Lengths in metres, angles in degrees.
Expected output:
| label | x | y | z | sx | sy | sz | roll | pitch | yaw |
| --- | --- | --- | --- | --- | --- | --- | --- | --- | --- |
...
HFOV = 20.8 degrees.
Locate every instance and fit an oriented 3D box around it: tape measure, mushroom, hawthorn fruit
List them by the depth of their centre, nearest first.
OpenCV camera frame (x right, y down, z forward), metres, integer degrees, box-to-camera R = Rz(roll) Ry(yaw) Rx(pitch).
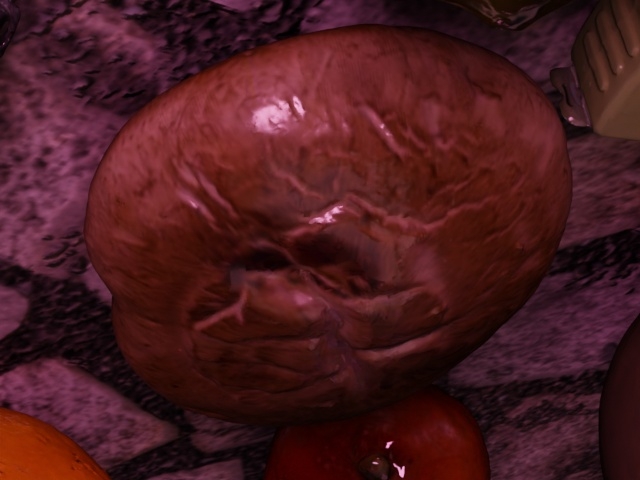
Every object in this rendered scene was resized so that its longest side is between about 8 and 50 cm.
| label | x | y | z | sx | sy | sz | roll | pitch | yaw |
| --- | --- | --- | --- | --- | --- | --- | --- | --- | --- |
| tape measure | 0.224 | -0.126 | 0.888 | 0.154 | 0.087 | 0.177 | 7 | 142 | -18 |
| mushroom | 0.000 | 0.000 | 0.915 | 0.278 | 0.146 | 0.278 | -10 | 144 | -8 |
| hawthorn fruit | 0.045 | 0.166 | 1.199 | 0.169 | 0.169 | 0.188 | -13 | 166 | -11 |

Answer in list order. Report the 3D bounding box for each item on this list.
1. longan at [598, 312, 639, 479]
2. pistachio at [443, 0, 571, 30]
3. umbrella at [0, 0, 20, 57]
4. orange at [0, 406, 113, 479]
| label | x | y | z | sx | sy | sz | roll | pitch | yaw |
| --- | --- | --- | --- | --- | --- | --- | --- | --- | --- |
| longan | 0.352 | 0.119 | 1.200 | 0.350 | 0.288 | 0.288 | -3 | 147 | -32 |
| pistachio | 0.087 | -0.143 | 0.820 | 0.173 | 0.049 | 0.089 | -7 | 126 | -17 |
| umbrella | -0.204 | -0.041 | 0.815 | 0.066 | 0.059 | 0.235 | -15 | 157 | -44 |
| orange | -0.224 | 0.225 | 1.073 | 0.246 | 0.246 | 0.246 | -14 | 151 | -8 |
